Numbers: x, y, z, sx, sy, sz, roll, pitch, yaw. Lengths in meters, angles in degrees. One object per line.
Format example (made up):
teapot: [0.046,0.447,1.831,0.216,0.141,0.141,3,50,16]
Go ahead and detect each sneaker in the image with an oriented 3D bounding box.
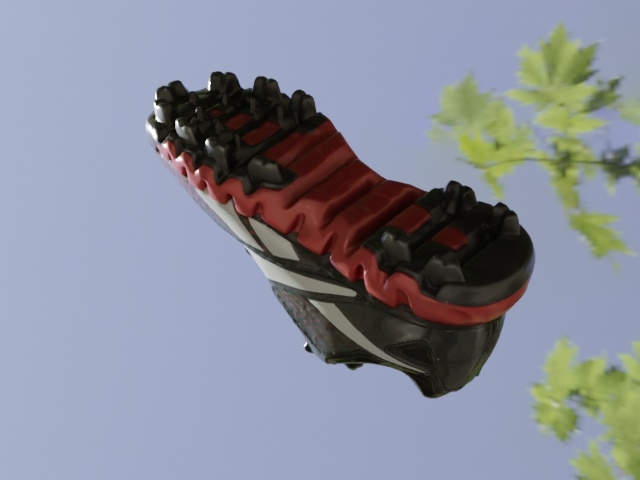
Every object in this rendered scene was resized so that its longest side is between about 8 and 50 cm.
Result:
sneaker: [0.000,0.000,1.097,0.098,0.276,0.135,-34,-37,-37]
